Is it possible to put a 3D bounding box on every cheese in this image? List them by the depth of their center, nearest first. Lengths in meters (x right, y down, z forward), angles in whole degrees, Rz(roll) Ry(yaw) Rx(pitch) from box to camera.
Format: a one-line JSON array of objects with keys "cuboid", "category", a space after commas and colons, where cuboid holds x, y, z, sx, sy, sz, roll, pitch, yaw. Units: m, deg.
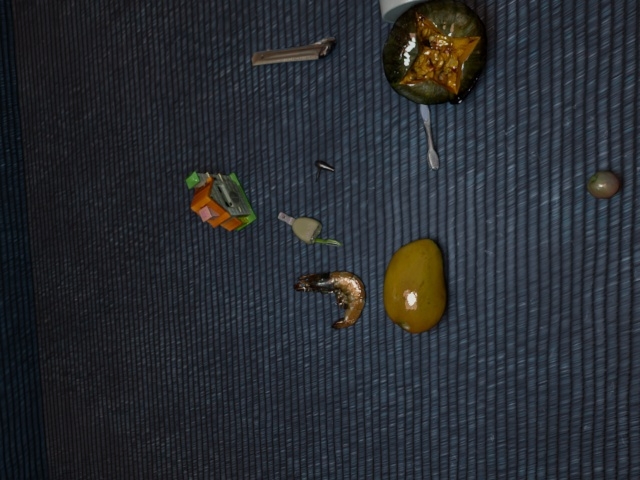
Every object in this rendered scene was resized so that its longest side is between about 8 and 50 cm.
[{"cuboid": [-0.086, -0.061, 1.798, 0.192, 0.037, 0.097, 28, 88, 27], "category": "cheese"}]

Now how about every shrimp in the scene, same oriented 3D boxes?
[{"cuboid": [0.030, 0.223, 1.764, 0.290, 0.054, 0.222, 2, 96, 21], "category": "shrimp"}]

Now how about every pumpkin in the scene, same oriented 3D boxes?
[{"cuboid": [0.347, -0.570, 1.431, 0.321, 0.192, 0.320, 2, 121, 3], "category": "pumpkin"}]

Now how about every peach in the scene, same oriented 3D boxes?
[{"cuboid": [0.816, -0.158, 1.352, 0.083, 0.083, 0.083, 2, 96, 25], "category": "peach"}]

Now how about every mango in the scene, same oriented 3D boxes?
[{"cuboid": [0.316, 0.149, 1.565, 0.211, 0.173, 0.317, 6, 91, 24], "category": "mango"}]

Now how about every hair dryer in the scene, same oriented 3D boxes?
[{"cuboid": [0.007, -0.252, 1.754, 0.079, 0.031, 0.083, 26, 119, 12], "category": "hair dryer"}]

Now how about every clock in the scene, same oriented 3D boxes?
[{"cuboid": [-0.397, -0.151, 1.818, 0.106, 0.255, 0.219, -30, 81, 24], "category": "clock"}]

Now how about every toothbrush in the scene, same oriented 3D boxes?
[{"cuboid": [0.348, -0.435, 1.568, 0.035, 0.042, 0.413, -9, 90, 9], "category": "toothbrush"}]

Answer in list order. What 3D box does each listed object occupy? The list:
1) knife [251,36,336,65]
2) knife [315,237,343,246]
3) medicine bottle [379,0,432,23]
[{"cuboid": [-0.104, -0.698, 1.753, 0.365, 0.043, 0.089, 3, 63, 27], "category": "knife"}, {"cuboid": [0.000, 0.000, 1.777, 0.184, 0.022, 0.026, 9, 128, 23], "category": "knife"}, {"cuboid": [0.269, -0.864, 1.450, 0.245, 0.245, 0.306, -5, 98, 25], "category": "medicine bottle"}]
